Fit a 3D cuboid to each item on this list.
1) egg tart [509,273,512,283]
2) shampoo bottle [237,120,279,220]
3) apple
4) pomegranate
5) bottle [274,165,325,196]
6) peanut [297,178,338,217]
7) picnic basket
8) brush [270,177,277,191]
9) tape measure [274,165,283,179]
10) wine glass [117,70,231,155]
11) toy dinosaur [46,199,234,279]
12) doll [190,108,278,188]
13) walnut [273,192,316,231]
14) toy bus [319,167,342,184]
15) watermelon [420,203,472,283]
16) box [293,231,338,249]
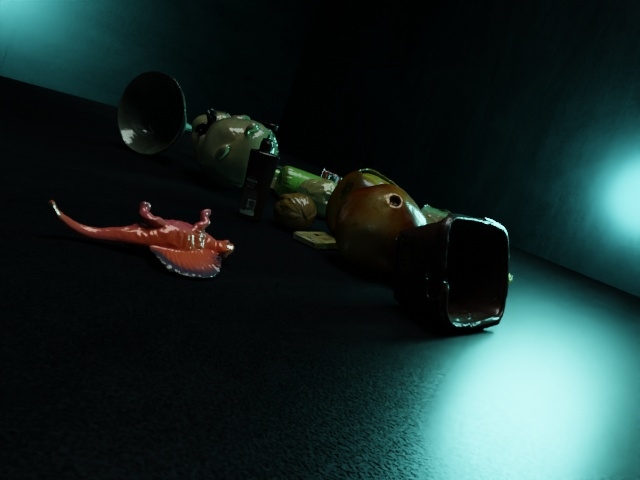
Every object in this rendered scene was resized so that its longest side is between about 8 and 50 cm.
[{"bbox_3d":[0.497,0.049,1.691,0.288,0.118,0.288,21,15,-6],"label":"egg tart"},{"bbox_3d":[-0.148,-0.168,1.284,0.068,0.236,0.067,13,11,-21],"label":"shampoo bottle"},{"bbox_3d":[0.121,-0.085,1.401,0.237,0.207,0.237,20,7,-2],"label":"apple"},{"bbox_3d":[0.136,-0.029,1.186,0.209,0.209,0.209,19,11,-4],"label":"pomegranate"},{"bbox_3d":[-0.023,-0.168,1.822,0.260,0.112,0.112,18,11,-20],"label":"bottle"},{"bbox_3d":[0.064,-0.121,1.714,0.290,0.130,0.130,15,12,-17],"label":"peanut"},{"bbox_3d":[0.258,0.063,1.040,0.129,0.222,0.297,-1,-5,41],"label":"picnic basket"},{"bbox_3d":[-0.161,-0.194,1.859,0.327,0.070,0.065,13,-5,-25],"label":"brush"},{"bbox_3d":[-0.165,-0.236,1.972,0.178,0.087,0.154,18,12,5],"label":"tape measure"},{"bbox_3d":[-0.472,-0.396,1.833,0.267,0.267,0.406,23,6,17],"label":"wine glass"},{"bbox_3d":[-0.240,0.011,0.775,0.286,0.070,0.139,7,39,-43],"label":"toy dinosaur"},{"bbox_3d":[-0.279,-0.285,1.612,0.247,0.247,0.349,14,7,-26],"label":"doll"},{"bbox_3d":[-0.066,-0.073,1.340,0.105,0.105,0.124,13,2,-32],"label":"walnut"},{"bbox_3d":[0.024,-0.199,1.984,0.096,0.073,0.235,22,-11,-1],"label":"toy bus"},{"bbox_3d":[0.298,0.044,1.342,0.264,0.151,0.302,28,31,24],"label":"watermelon"},{"bbox_3d":[0.000,0.000,1.291,0.073,0.020,0.149,27,13,28],"label":"box"}]
